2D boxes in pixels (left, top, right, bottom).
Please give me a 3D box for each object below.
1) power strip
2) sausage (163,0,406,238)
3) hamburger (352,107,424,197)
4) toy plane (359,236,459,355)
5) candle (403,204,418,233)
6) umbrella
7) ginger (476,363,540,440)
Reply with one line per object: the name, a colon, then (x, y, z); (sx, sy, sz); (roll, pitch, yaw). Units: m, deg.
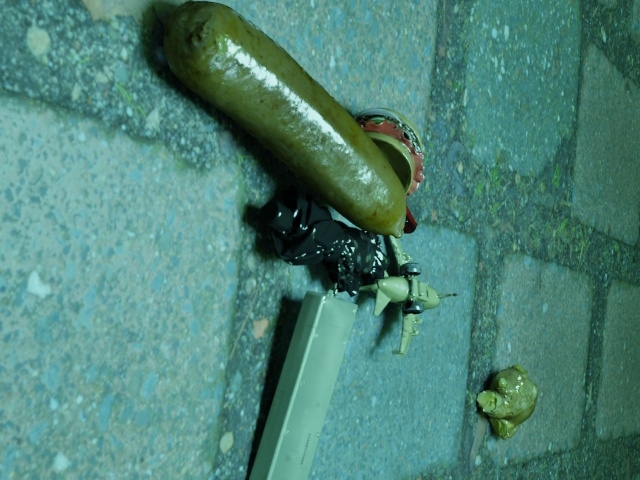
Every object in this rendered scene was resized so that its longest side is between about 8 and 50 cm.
power strip: (-0.025, 0.243, 1.281); (0.106, 0.043, 0.367); (23, 82, -52)
sausage: (-0.029, -0.168, 1.183); (0.501, 0.123, 0.136); (40, 26, -36)
hamburger: (0.096, -0.145, 1.370); (0.137, 0.175, 0.175); (-64, 140, -52)
toy plane: (0.164, 0.099, 1.523); (0.256, 0.104, 0.242); (13, 66, -46)
candle: (0.133, -0.073, 1.516); (0.162, 0.048, 0.053); (56, 16, -38)
umbrella: (0.001, -0.001, 1.292); (0.272, 0.110, 0.122); (30, 77, -46)
ginger: (0.445, 0.373, 1.903); (0.157, 0.102, 0.216); (-43, 135, -10)
